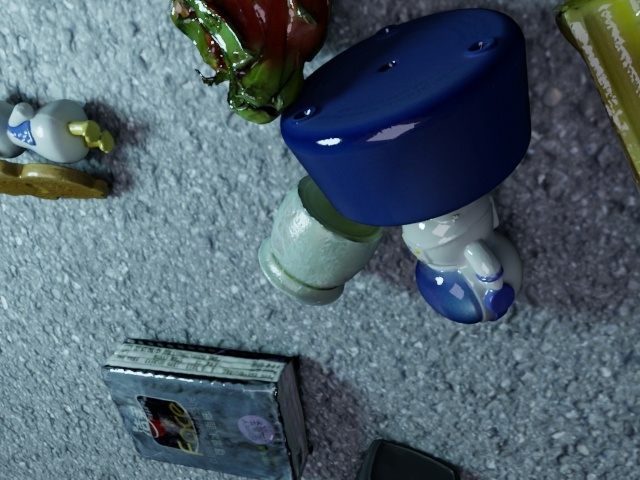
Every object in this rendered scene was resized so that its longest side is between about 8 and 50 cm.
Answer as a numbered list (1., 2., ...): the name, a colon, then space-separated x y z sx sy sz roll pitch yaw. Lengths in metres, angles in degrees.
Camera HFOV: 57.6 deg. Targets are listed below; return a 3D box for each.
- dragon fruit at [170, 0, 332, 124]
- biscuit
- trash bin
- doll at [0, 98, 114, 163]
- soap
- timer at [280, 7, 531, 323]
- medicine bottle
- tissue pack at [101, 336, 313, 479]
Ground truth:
1. dragon fruit: -0.093 -0.256 0.667 0.200 0.269 0.198 13 151 8
2. biscuit: -0.469 -0.103 0.969 0.226 0.166 0.036 2 77 12
3. trash bin: 0.123 0.521 1.042 0.210 0.182 0.290 21 116 11
4. doll: -0.478 -0.177 0.938 0.293 0.119 0.138 9 162 15
5. soap: 0.333 -0.158 0.620 0.076 0.135 0.233 -25 106 30
6. timer: 0.148 -0.046 0.710 0.270 0.270 0.383 -12 125 26
7. medicine bottle: 0.000 0.000 0.828 0.147 0.147 0.143 33 126 2
8. tissue pack: -0.208 0.319 1.095 0.361 0.122 0.259 3 121 18
